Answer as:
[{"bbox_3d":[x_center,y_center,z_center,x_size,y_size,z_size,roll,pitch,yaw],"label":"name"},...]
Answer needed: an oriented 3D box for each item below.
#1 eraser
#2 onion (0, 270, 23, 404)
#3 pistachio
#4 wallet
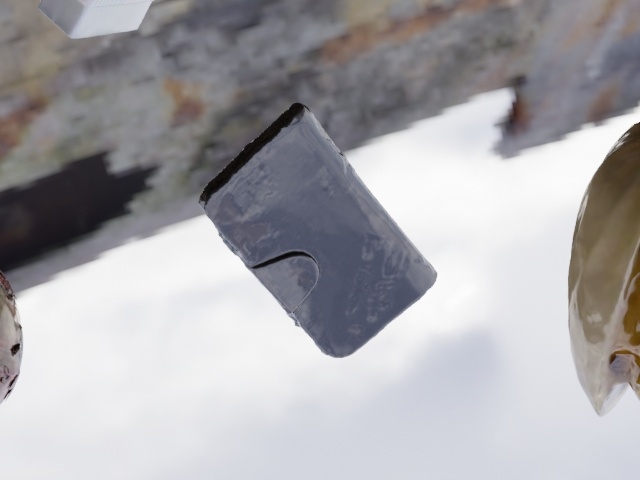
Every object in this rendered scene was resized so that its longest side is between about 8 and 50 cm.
[{"bbox_3d":[-0.146,-0.273,1.554,0.052,0.225,0.095,42,-151,18],"label":"eraser"},{"bbox_3d":[-0.335,0.075,1.562,0.184,0.184,0.147,-23,162,-17],"label":"onion"},{"bbox_3d":[0.254,0.024,1.353,0.157,0.229,0.157,12,179,0],"label":"pistachio"},{"bbox_3d":[0.000,0.000,2.074,0.165,0.309,0.042,-43,-142,-5],"label":"wallet"}]
